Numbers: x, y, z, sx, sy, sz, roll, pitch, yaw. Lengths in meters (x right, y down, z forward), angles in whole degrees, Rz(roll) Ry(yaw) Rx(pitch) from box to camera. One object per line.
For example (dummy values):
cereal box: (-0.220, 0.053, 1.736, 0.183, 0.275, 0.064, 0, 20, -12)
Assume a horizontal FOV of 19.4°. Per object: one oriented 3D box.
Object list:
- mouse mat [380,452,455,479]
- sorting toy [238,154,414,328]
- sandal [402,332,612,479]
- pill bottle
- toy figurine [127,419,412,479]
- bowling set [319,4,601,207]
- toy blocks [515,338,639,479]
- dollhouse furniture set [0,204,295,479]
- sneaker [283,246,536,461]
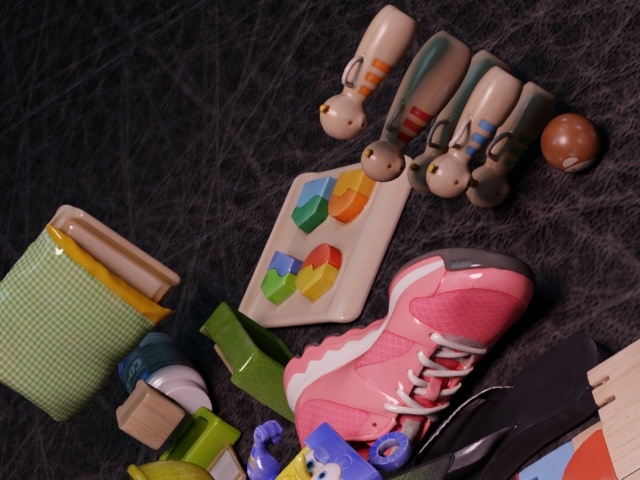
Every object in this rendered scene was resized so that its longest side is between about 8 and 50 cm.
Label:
mouse mat: (0.025, 0.244, 1.382, 0.152, 0.007, 0.189, -33, 22, 55)
sorting toy: (0.000, 0.000, 1.957, 0.208, 0.038, 0.193, -5, 57, 56)
sandal: (0.135, 0.160, 1.558, 0.254, 0.054, 0.097, -45, 30, 22)
pill bottle: (-0.167, 0.159, 2.020, 0.078, 0.078, 0.137, -55, 28, 5)
toy figurine: (-0.003, 0.245, 1.598, 0.217, 0.191, 0.362, -45, 28, -4)
bowling set: (0.135, -0.086, 1.692, 0.200, 0.287, 0.154, 36, 102, 29)
toy blocks: (0.236, 0.202, 1.169, 0.261, 0.191, 0.381, -36, 38, 22)
dollhouse furniture set: (-0.182, 0.128, 1.834, 0.197, 0.301, 0.151, -52, 26, 6)
sneaker: (0.086, 0.122, 1.649, 0.314, 0.116, 0.136, -41, 41, 41)
